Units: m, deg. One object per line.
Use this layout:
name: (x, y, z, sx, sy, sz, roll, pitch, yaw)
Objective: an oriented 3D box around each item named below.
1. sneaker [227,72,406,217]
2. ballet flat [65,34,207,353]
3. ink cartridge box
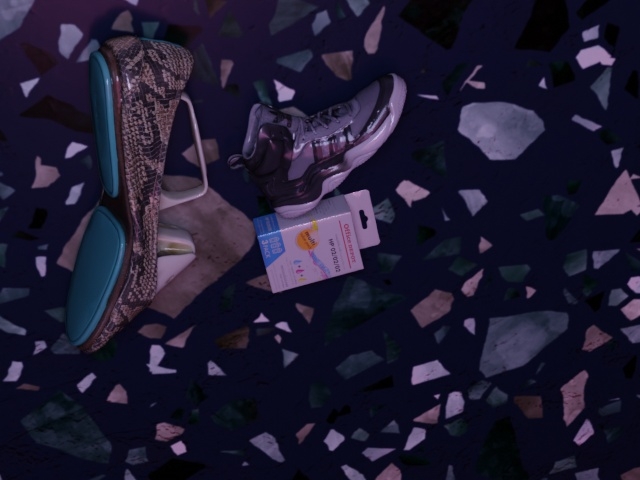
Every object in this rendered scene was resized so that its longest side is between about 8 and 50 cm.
sneaker: (-0.010, -0.160, 1.857, 0.153, 0.101, 0.268, 37, 109, -28)
ballet flat: (-0.248, -0.054, 1.853, 0.182, 0.164, 0.482, -3, 117, -27)
ink cartridge box: (0.000, 0.000, 1.969, 0.181, 0.061, 0.104, -16, 120, -2)
